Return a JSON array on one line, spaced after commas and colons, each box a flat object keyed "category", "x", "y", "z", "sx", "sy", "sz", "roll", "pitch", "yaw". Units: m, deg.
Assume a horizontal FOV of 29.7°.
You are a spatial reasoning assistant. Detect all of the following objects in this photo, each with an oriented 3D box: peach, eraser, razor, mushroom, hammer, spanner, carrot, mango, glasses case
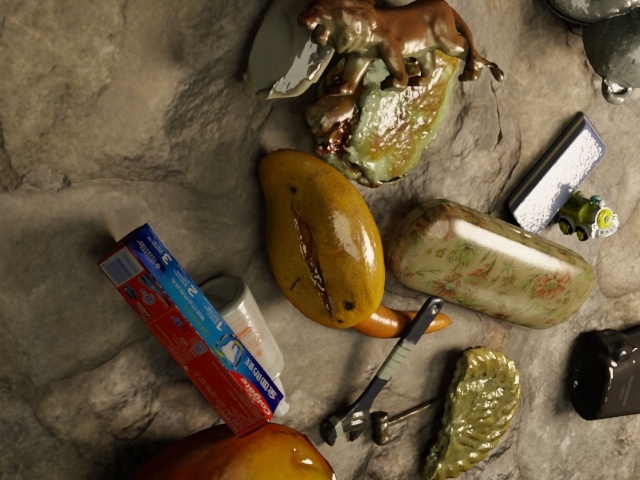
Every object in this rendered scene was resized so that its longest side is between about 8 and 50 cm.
[{"category": "peach", "x": -0.133, "y": 0.429, "z": 1.782, "sx": 0.373, "sy": 0.290, "sz": 0.372, "roll": -8, "pitch": 105, "yaw": -30}, {"category": "eraser", "x": 0.405, "y": -0.110, "z": 2.056, "sx": 0.225, "sy": 0.036, "sz": 0.082, "roll": -50, "pitch": 128, "yaw": -5}, {"category": "razor", "x": 0.628, "y": 0.247, "z": 2.307, "sx": 0.327, "sy": 0.107, "sz": 0.189, "roll": -4, "pitch": 112, "yaw": -30}, {"category": "mushroom", "x": 0.006, "y": -0.337, "z": 1.669, "sx": 0.109, "sy": 0.097, "sz": 0.351, "roll": 33, "pitch": 88, "yaw": -36}, {"category": "hammer", "x": 0.214, "y": 0.281, "z": 2.112, "sx": 0.292, "sy": 0.029, "sz": 0.058, "roll": -19, "pitch": 121, "yaw": -27}, {"category": "spanner", "x": 0.109, "y": 0.217, "z": 1.982, "sx": 0.087, "sy": 0.024, "sz": 0.316, "roll": 20, "pitch": 110, "yaw": -45}, {"category": "carrot", "x": 0.113, "y": 0.130, "z": 1.965, "sx": 0.271, "sy": 0.066, "sz": 0.062, "roll": 20, "pitch": 142, "yaw": -39}, {"category": "mango", "x": -0.002, "y": 0.005, "z": 1.768, "sx": 0.295, "sy": 0.177, "sz": 0.120, "roll": 67, "pitch": 31, "yaw": -30}, {"category": "glasses case", "x": 0.288, "y": 0.046, "z": 2.004, "sx": 0.425, "sy": 0.098, "sz": 0.156, "roll": 19, "pitch": 115, "yaw": -36}]

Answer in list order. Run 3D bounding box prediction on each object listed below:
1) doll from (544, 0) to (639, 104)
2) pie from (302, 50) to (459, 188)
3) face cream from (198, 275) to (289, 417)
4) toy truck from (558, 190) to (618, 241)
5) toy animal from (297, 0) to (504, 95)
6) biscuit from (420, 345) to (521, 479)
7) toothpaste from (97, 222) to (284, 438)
[{"category": "doll", "x": 0.472, "y": -0.403, "z": 1.928, "sx": 0.246, "sy": 0.158, "sz": 0.340, "roll": -26, "pitch": 93, "yaw": -15}, {"category": "pie", "x": 0.108, "y": -0.207, "z": 1.795, "sx": 0.274, "sy": 0.105, "sz": 0.257, "roll": -53, "pitch": 138, "yaw": -2}, {"category": "face cream", "x": -0.110, "y": 0.175, "z": 1.809, "sx": 0.101, "sy": 0.101, "sz": 0.251, "roll": -35, "pitch": 125, "yaw": -16}, {"category": "toy truck", "x": 0.461, "y": -0.047, "z": 2.075, "sx": 0.076, "sy": 0.111, "sz": 0.077, "roll": -23, "pitch": 114, "yaw": -24}, {"category": "toy animal", "x": 0.103, "y": -0.280, "z": 1.642, "sx": 0.312, "sy": 0.097, "sz": 0.157, "roll": -11, "pitch": 101, "yaw": -33}, {"category": "biscuit", "x": 0.283, "y": 0.308, "z": 2.140, "sx": 0.187, "sy": 0.036, "sz": 0.273, "roll": -6, "pitch": 118, "yaw": -37}, {"category": "toothpaste", "x": -0.176, "y": 0.127, "z": 1.672, "sx": 0.066, "sy": 0.076, "sz": 0.320, "roll": -31, "pitch": 102, "yaw": 27}]
